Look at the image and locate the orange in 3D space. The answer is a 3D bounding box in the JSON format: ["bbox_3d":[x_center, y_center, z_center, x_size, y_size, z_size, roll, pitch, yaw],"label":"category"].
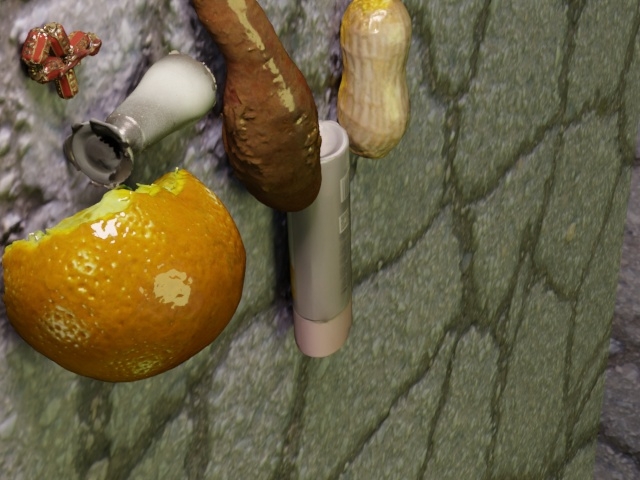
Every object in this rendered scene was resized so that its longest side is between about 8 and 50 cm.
[{"bbox_3d":[-0.160,0.040,1.634,0.179,0.158,0.237,-47,167,23],"label":"orange"}]

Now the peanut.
[{"bbox_3d":[0.062,-0.185,2.103,0.087,0.087,0.206,-44,143,-51],"label":"peanut"}]

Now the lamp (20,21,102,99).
[{"bbox_3d":[-0.220,-0.156,1.549,0.083,0.031,0.063,26,79,-62],"label":"lamp"}]

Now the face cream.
[{"bbox_3d":[0.000,0.000,2.083,0.107,0.073,0.269,-68,160,-52],"label":"face cream"}]

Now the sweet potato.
[{"bbox_3d":[-0.060,-0.147,1.830,0.109,0.109,0.385,-61,153,-29],"label":"sweet potato"}]

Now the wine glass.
[{"bbox_3d":[-0.159,-0.111,1.661,0.155,0.072,0.072,-46,144,-50],"label":"wine glass"}]
